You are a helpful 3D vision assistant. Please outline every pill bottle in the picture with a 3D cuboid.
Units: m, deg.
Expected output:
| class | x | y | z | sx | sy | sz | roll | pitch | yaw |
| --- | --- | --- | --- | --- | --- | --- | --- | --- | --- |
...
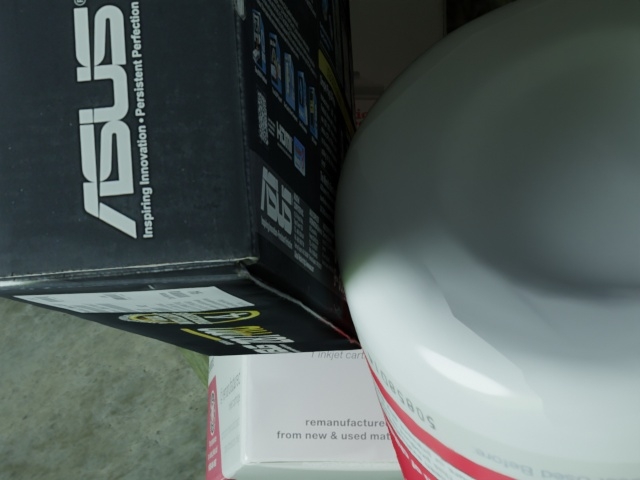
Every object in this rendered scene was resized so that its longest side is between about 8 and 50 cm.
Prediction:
| class | x | y | z | sx | sy | sz | roll | pitch | yaw |
| --- | --- | --- | --- | --- | --- | --- | --- | --- | --- |
| pill bottle | 0.154 | 0.099 | 0.759 | 0.229 | 0.229 | 0.408 | 44 | 161 | 39 |

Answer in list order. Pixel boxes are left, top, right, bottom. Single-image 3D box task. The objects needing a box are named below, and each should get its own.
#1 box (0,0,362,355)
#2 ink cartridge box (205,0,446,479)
| class | x | y | z | sx | sy | sz | roll | pitch | yaw |
| --- | --- | --- | --- | --- | --- | --- | --- | --- | --- |
| box | -0.045 | -0.119 | 0.674 | 0.395 | 0.097 | 0.318 | 41 | -133 | -81 |
| ink cartridge box | 0.000 | 0.000 | 0.975 | 0.207 | 0.117 | 0.283 | 126 | 145 | -75 |
